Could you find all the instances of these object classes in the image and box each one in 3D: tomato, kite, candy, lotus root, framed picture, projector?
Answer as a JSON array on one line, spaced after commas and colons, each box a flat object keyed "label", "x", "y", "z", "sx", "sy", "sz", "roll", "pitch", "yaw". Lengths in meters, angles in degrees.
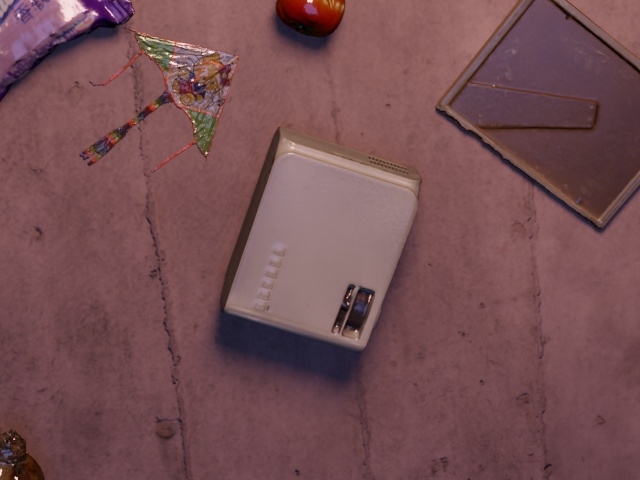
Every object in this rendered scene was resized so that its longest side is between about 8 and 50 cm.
[{"label": "tomato", "x": -0.009, "y": -0.294, "z": 1.925, "sx": 0.087, "sy": 0.087, "sz": 0.075, "roll": 26, "pitch": 78, "yaw": -13}, {"label": "kite", "x": -0.210, "y": -0.177, "z": 1.989, "sx": 0.244, "sy": 0.006, "sz": 0.198, "roll": -31, "pitch": 109, "yaw": 7}, {"label": "candy", "x": -0.377, "y": -0.261, "z": 1.915, "sx": 0.275, "sy": 0.070, "sz": 0.145, "roll": -34, "pitch": 102, "yaw": 12}, {"label": "lotus root", "x": -0.433, "y": 0.350, "z": 2.104, "sx": 0.120, "sy": 0.120, "sz": 0.210, "roll": 9, "pitch": 108, "yaw": -7}, {"label": "framed picture", "x": 0.327, "y": -0.174, "z": 2.027, "sx": 0.289, "sy": 0.016, "sz": 0.213, "roll": 35, "pitch": 104, "yaw": -15}, {"label": "projector", "x": 0.000, "y": 0.000, "z": 2.017, "sx": 0.198, "sy": 0.108, "sz": 0.250, "roll": 16, "pitch": 106, "yaw": -10}]
